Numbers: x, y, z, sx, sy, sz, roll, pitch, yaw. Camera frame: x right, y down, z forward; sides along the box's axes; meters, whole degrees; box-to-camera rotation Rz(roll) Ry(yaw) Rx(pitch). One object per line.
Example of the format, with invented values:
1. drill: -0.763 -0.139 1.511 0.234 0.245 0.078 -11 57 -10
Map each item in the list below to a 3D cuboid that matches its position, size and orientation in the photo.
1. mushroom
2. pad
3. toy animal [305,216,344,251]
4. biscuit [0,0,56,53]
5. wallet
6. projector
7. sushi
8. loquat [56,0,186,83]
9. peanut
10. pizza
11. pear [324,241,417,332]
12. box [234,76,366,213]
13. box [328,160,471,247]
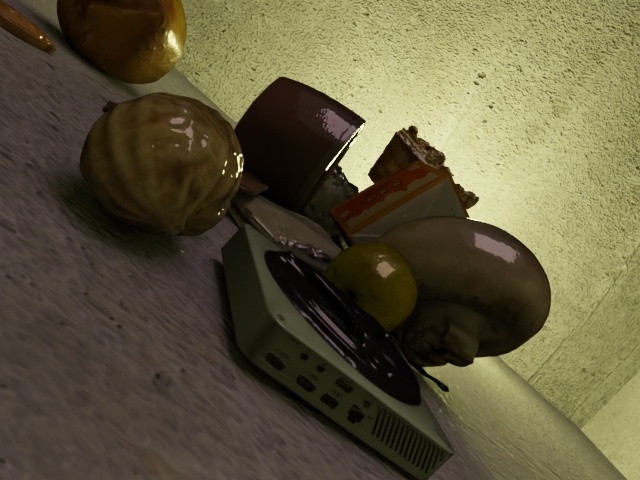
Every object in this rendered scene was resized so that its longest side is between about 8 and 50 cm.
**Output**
1. mushroom: 0.238 0.123 1.125 0.362 0.295 0.362 14 -27 7
2. pad: -0.227 -0.164 1.096 0.286 0.018 0.284 31 6 -4
3. toy animal: 0.006 0.002 1.415 0.220 0.069 0.086 44 10 32
4. biscuit: -0.499 -0.361 0.980 0.118 0.023 0.140 43 7 3
5. wallet: -0.067 -0.018 1.137 0.335 0.068 0.275 30 8 -35
6. projector: 0.013 0.105 0.662 0.257 0.079 0.259 40 8 -23
7. sushi: 0.006 -0.104 1.711 0.182 0.196 0.343 20 -19 51
8. loquat: -0.416 -0.483 1.308 0.276 0.276 0.284 45 4 27
9. peanut: -0.154 -0.079 0.661 0.153 0.140 0.325 60 1 -1
10. pizza: 0.255 -0.143 1.555 0.258 0.087 0.268 51 -25 5
11. pear: 0.078 0.076 0.949 0.149 0.149 0.162 44 25 18
12. box: -0.068 -0.207 1.347 0.216 0.301 0.301 38 6 -2
13. box: 0.206 0.007 1.387 0.284 0.259 0.214 61 0 -20
